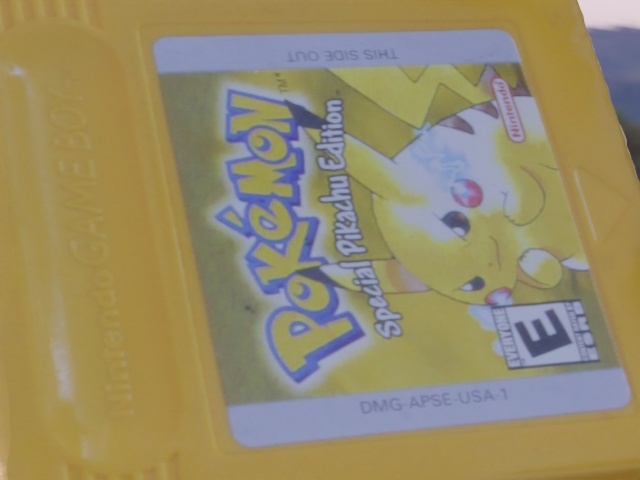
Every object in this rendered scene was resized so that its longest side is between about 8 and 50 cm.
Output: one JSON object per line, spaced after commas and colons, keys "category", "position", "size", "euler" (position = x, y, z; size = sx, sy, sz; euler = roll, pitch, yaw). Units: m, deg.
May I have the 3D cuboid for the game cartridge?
{"category": "game cartridge", "position": [0.000, 0.000, 0.800], "size": [0.324, 0.285, 0.052], "euler": [-2, -29, -21]}
